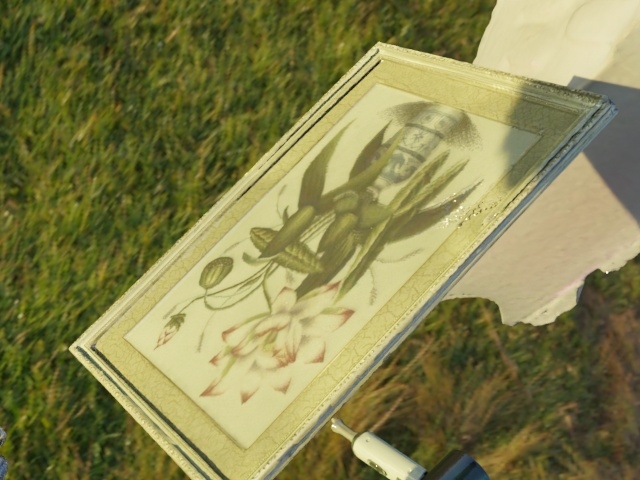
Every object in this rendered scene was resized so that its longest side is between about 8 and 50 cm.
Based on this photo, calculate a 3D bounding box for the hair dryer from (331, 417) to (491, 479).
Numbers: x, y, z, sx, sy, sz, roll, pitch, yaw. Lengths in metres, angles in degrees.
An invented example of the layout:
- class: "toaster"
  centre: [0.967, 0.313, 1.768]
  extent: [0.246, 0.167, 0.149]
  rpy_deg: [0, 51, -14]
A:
- class: "hair dryer"
  centre: [0.069, 0.228, 1.117]
  extent: [0.100, 0.197, 0.057]
  rpy_deg: [-35, 128, -24]

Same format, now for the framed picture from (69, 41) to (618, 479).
- class: "framed picture"
  centre: [0.000, 0.000, 0.508]
  extent: [0.231, 0.173, 0.010]
  rpy_deg: [-46, 125, -13]

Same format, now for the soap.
- class: "soap"
  centre: [0.196, -0.053, 0.768]
  extent: [0.159, 0.258, 0.302]
  rpy_deg: [16, 96, -22]

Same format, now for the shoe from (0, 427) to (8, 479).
- class: "shoe"
  centre: [-0.228, 0.211, 0.781]
  extent: [0.092, 0.089, 0.180]
  rpy_deg: [-33, 114, -20]
